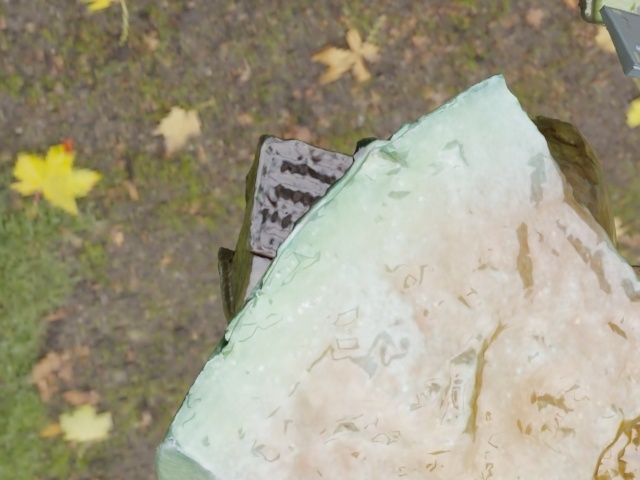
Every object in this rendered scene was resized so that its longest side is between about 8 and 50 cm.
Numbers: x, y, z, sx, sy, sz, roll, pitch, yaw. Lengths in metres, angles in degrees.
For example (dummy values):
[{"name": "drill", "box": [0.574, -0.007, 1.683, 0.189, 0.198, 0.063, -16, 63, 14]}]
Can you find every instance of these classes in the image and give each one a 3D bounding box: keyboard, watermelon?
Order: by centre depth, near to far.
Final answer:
[{"name": "watermelon", "box": [0.056, 0.094, 0.698, 0.302, 0.151, 0.264, 47, 71, -16]}, {"name": "keyboard", "box": [0.255, -0.113, 0.844, 0.176, 0.055, 0.014, 7, 142, -30]}]

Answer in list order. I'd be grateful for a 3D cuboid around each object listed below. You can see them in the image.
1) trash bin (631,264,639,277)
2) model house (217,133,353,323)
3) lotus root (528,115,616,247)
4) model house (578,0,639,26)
[{"name": "trash bin", "box": [0.286, 0.142, 1.243, 0.115, 0.226, 0.165, 1, -175, 20]}, {"name": "model house", "box": [0.007, 0.002, 0.910, 0.165, 0.106, 0.152, 16, 120, 3]}, {"name": "lotus root", "box": [0.153, 0.093, 1.053, 0.250, 0.346, 0.250, -8, 147, -5]}, {"name": "model house", "box": [0.288, -0.261, 1.146, 0.278, 0.205, 0.218, 1, 96, -16]}]
